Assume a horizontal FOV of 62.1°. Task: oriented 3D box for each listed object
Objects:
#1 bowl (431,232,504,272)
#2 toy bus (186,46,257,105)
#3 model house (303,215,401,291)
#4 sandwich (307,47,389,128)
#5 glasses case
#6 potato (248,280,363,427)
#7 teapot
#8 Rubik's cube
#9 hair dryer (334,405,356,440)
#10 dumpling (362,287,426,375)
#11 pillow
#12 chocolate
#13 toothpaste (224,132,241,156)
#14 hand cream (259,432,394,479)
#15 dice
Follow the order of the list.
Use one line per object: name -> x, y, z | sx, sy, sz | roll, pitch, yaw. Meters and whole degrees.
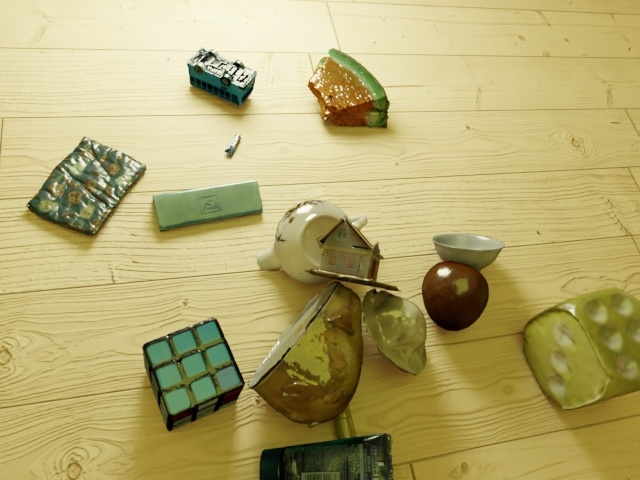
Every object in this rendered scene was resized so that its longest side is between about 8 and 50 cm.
bowl -> 0.388, 0.040, 1.412 | 0.189, 0.189, 0.085 | -2, 105, -14
toy bus -> -0.281, -0.468, 1.530 | 0.185, 0.106, 0.090 | 26, 56, 7
model house -> 0.088, 0.031, 1.197 | 0.208, 0.219, 0.135 | 8, 84, 18
sandwich -> 0.066, -0.456, 1.603 | 0.212, 0.109, 0.292 | -20, 69, -22
glasses case -> -0.287, -0.100, 1.363 | 0.266, 0.056, 0.105 | -12, 65, -18
potato -> 0.006, 0.256, 1.150 | 0.196, 0.246, 0.299 | 41, 65, -6
teapot -> 0.000, 0.000, 1.337 | 0.300, 0.166, 0.208 | -23, 87, -33
Rubik's cube -> -0.267, 0.280, 1.108 | 0.162, 0.163, 0.160 | -19, 68, -25
hair dryer -> 0.080, 0.470, 1.138 | 0.135, 0.090, 0.278 | -4, 58, -14
dumpling -> 0.180, 0.220, 1.226 | 0.247, 0.142, 0.172 | 42, 40, -26
pillow -> -0.580, -0.138, 1.327 | 0.189, 0.034, 0.255 | 25, 60, 0
chocolate -> 0.332, 0.141, 1.324 | 0.177, 0.176, 0.176 | 6, 62, -10
toothpaste -> -0.242, -0.269, 1.485 | 0.027, 0.019, 0.083 | 36, 59, -21
hand cream -> 0.011, 0.458, 1.073 | 0.271, 0.061, 0.120 | -9, 51, 12
dice -> 0.662, 0.264, 1.289 | 0.227, 0.233, 0.238 | -9, 66, -18
